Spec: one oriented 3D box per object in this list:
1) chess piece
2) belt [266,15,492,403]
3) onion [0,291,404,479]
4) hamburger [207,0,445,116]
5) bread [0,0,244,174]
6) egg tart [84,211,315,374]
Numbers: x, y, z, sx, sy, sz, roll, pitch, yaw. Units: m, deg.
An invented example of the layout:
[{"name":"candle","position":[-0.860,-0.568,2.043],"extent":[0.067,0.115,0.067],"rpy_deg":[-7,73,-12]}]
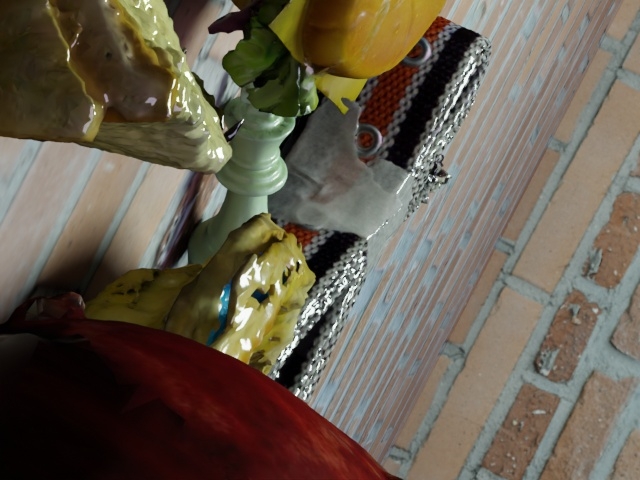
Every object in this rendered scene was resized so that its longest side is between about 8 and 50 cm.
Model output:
[{"name":"chess piece","position":[-0.038,-0.035,1.068],"extent":[0.059,0.059,0.149],"rpy_deg":[-53,162,-45]},{"name":"belt","position":[0.000,-0.011,1.212],"extent":[0.359,0.094,0.126],"rpy_deg":[-57,165,-36]},{"name":"onion","position":[-0.094,0.182,0.682],"extent":[0.341,0.341,0.341],"rpy_deg":[-59,170,-18]},{"name":"hamburger","position":[0.011,-0.147,0.888],"extent":[0.189,0.093,0.164],"rpy_deg":[-54,162,-15]},{"name":"bread","position":[-0.085,-0.091,0.568],"extent":[0.147,0.127,0.152],"rpy_deg":[16,84,-80]},{"name":"egg tart","position":[-0.104,0.101,0.958],"extent":[0.291,0.107,0.291],"rpy_deg":[-62,175,-10]}]
